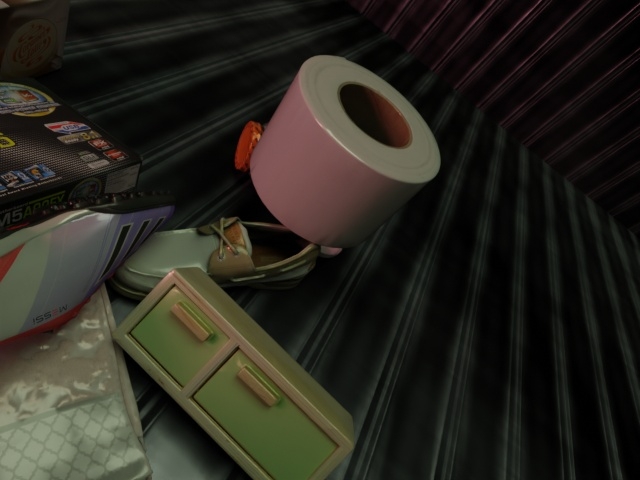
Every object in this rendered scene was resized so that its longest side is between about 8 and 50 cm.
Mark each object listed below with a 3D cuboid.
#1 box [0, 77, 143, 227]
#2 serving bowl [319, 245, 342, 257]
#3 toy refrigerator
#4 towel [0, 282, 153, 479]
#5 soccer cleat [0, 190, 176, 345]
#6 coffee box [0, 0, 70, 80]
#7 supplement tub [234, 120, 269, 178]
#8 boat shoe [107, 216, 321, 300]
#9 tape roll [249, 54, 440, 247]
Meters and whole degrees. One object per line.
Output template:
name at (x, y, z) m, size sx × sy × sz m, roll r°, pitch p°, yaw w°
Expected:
box at (-0.393, -0.101, 0.493) m, size 0.216 × 0.060 × 0.270 m, roll 36°, pitch 34°, yaw 7°
serving bowl at (0.000, 0.000, 0.772) m, size 0.083 × 0.027 × 0.083 m, roll 21°, pitch 44°, yaw -21°
toy refrigerator at (-0.093, 0.159, 0.474) m, size 0.269 × 0.102 × 0.094 m, roll 44°, pitch 0°, yaw 4°
towel at (-0.349, 0.134, 0.364) m, size 0.332 × 0.053 × 0.317 m, roll -8°, pitch 60°, yaw -43°
soccer cleat at (-0.265, 0.025, 0.428) m, size 0.318 × 0.109 × 0.116 m, roll -45°, pitch 128°, yaw -61°
coffee box at (-0.480, -0.285, 0.570) m, size 0.098 × 0.141 × 0.246 m, roll 34°, pitch 40°, yaw -8°
supplement tub at (-0.058, -0.151, 0.796) m, size 0.190 × 0.117 × 0.117 m, roll 14°, pitch 47°, yaw -27°
boat shoe at (-0.135, 0.014, 0.596) m, size 0.302 × 0.103 × 0.113 m, roll -2°, pitch 56°, yaw -39°
tape roll at (0.036, -0.133, 0.640) m, size 0.246 × 0.169 × 0.246 m, roll 20°, pitch 48°, yaw -24°
